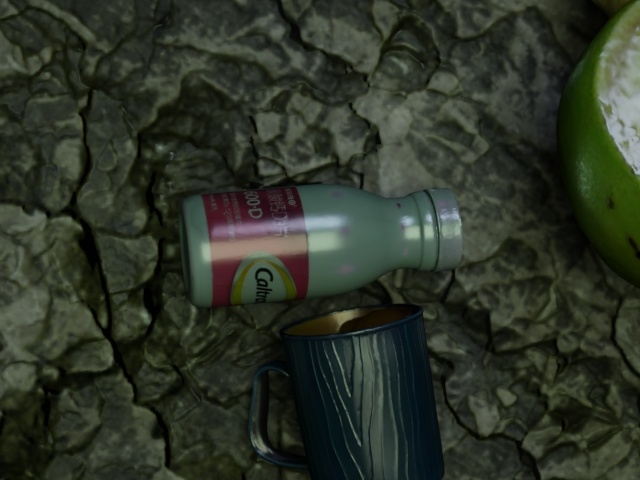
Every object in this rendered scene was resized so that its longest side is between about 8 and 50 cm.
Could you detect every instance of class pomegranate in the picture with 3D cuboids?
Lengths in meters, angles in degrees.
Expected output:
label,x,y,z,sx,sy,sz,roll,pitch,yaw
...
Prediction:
label,x,y,z,sx,sy,sz,roll,pitch,yaw
pomegranate,0.315,-0.107,1.173,0.310,0.216,0.358,-29,67,-7

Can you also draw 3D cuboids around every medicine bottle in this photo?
label,x,y,z,sx,sy,sz,roll,pitch,yaw
medicine bottle,0.000,0.000,1.171,0.217,0.090,0.090,-5,93,-9

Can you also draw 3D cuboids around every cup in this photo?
label,x,y,z,sx,sy,sz,roll,pitch,yaw
cup,0.024,0.130,1.185,0.113,0.150,0.138,-15,98,-43
